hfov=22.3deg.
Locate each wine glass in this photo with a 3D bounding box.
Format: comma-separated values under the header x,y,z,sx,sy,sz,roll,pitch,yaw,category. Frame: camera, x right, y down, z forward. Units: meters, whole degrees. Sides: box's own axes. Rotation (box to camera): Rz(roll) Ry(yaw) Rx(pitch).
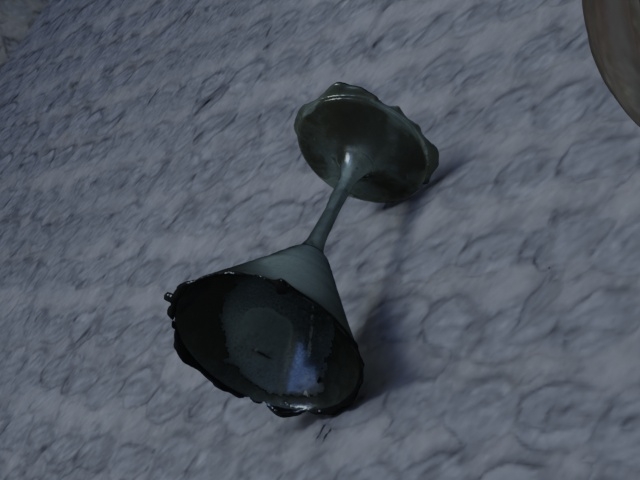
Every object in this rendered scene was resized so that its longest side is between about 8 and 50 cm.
x,y,z,sx,sy,sz,roll,pitch,yaw,category
0.000,0.000,0.954,0.122,0.122,0.183,-27,27,46,wine glass

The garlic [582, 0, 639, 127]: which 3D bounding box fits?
x,y,z,sx,sy,sz,roll,pitch,yaw,category
0.228,-0.171,0.649,0.322,0.241,0.322,-48,1,1,garlic
